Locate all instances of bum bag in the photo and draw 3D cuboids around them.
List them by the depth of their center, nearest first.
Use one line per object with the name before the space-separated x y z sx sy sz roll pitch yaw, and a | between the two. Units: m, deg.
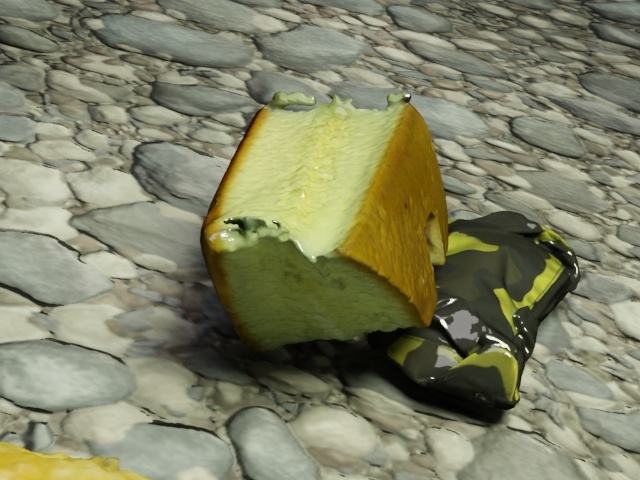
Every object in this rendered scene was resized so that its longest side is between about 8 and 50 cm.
bum bag | 0.105 0.039 1.046 0.106 0.060 0.232 22 27 10

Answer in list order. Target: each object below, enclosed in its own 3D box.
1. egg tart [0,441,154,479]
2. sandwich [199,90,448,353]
egg tart | -0.128 0.170 0.532 0.339 0.153 0.351 15 23 9
sandwich | 0.000 0.000 0.951 0.122 0.128 0.236 -8 21 15
